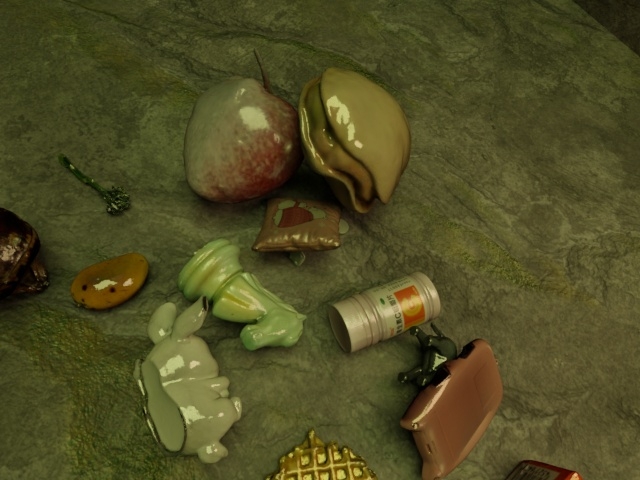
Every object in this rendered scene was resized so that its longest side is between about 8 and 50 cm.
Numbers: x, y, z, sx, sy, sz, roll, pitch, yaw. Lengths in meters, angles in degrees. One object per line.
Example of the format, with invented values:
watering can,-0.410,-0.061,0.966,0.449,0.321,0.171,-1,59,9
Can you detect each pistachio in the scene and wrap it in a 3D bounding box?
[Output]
pistachio,0.093,-0.256,1.122,0.281,0.445,0.366,-17,78,26

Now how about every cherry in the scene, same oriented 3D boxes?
cherry,-0.214,-0.268,1.128,0.334,0.291,0.326,-32,72,3

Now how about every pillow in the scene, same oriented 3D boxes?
pillow,-0.054,-0.044,1.114,0.223,0.084,0.236,-1,33,4

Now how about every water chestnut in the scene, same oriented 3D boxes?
water chestnut,-0.712,0.041,0.938,0.238,0.223,0.224,36,55,-32

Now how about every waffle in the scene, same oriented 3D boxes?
waffle,0.002,0.541,0.874,0.245,0.052,0.254,38,64,12

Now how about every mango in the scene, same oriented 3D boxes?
mango,-0.491,0.098,1.005,0.178,0.090,0.115,-22,61,-28

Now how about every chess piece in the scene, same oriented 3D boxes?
chess piece,-0.174,0.146,0.992,0.298,0.176,0.176,40,63,6

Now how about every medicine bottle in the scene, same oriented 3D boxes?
medicine bottle,0.156,0.173,1.045,0.249,0.133,0.133,-17,66,-17

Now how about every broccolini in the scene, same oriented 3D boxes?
broccolini,-0.612,-0.162,1.140,0.254,0.058,0.071,38,20,8

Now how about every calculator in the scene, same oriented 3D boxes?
calculator,0.317,0.365,0.952,0.329,0.048,0.220,-33,107,-32

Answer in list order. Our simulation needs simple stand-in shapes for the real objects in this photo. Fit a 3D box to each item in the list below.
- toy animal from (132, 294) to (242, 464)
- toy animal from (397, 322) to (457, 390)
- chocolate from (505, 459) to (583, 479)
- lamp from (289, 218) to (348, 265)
toy animal,-0.278,0.284,0.883,0.154,0.208,0.325,0,78,-58
toy animal,0.250,0.325,0.981,0.137,0.082,0.270,23,69,-34
chocolate,0.486,0.575,0.834,0.108,0.237,0.235,-27,71,-10
lamp,0.000,0.000,1.173,0.198,0.056,0.050,-32,70,-34
